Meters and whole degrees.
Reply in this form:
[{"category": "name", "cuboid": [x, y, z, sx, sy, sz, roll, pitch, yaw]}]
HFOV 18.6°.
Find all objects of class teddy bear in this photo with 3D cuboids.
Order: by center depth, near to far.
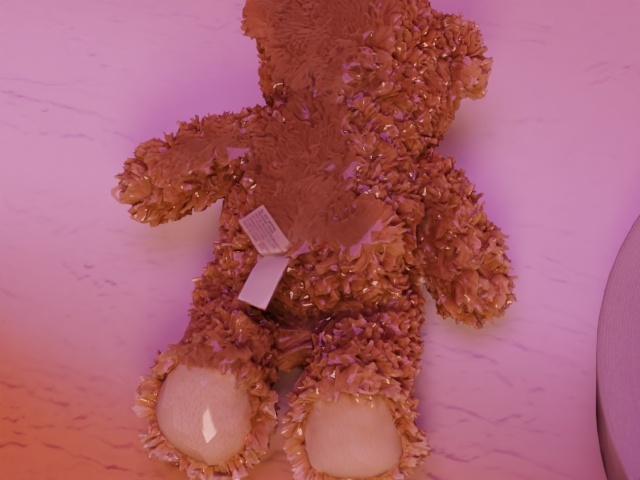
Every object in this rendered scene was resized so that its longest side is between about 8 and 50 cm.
[{"category": "teddy bear", "cuboid": [0.000, 0.000, 1.180, 0.245, 0.113, 0.338, -12, 62, 8]}]

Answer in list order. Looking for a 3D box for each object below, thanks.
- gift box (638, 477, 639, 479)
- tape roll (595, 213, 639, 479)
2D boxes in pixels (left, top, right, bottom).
[{"category": "gift box", "cuboid": [0.245, 0.223, 0.828, 0.276, 0.258, 0.255, 16, 91, 24]}, {"category": "tape roll", "cuboid": [0.344, 0.080, 1.082, 0.392, 0.072, 0.392, -3, 55, 5]}]
